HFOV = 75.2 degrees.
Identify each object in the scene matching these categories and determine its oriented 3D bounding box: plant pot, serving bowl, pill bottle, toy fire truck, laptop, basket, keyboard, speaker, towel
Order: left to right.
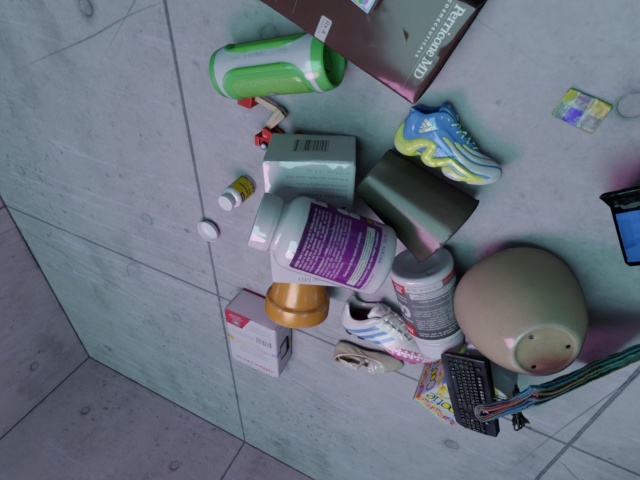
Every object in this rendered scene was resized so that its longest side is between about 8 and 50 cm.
[{"bbox_3d":[-0.390,-0.036,1.462,0.083,0.027,0.083,17,132,20],"label":"serving bowl"},{"bbox_3d":[-0.247,-0.138,1.225,0.065,0.116,0.065,17,133,20],"label":"pill bottle"},{"bbox_3d":[-0.119,-0.296,1.065,0.192,0.047,0.135,21,132,15],"label":"toy fire truck"},{"bbox_3d":[-0.101,-0.384,0.924,0.297,0.131,0.131,6,128,29],"label":"speaker"},{"bbox_3d":[-0.065,0.137,1.296,0.205,0.205,0.187,17,116,20],"label":"plant pot"},{"bbox_3d":[0.000,0.000,0.921,0.302,0.169,0.169,19,137,-10],"label":"pill bottle"},{"bbox_3d":[0.206,-0.089,0.961,0.227,0.154,0.204,40,131,3],"label":"basket"},{"bbox_3d":[0.291,0.168,1.103,0.161,0.161,0.283,-1,124,33],"label":"pill bottle"},{"bbox_3d":[0.429,0.254,1.116,0.067,0.120,0.067,17,132,20],"label":"pill bottle"},{"bbox_3d":[0.440,0.422,1.107,0.202,0.033,0.317,-1,125,31],"label":"keyboard"},{"bbox_3d":[0.456,0.183,0.917,0.284,0.191,0.284,2,115,5],"label":"plant pot"},{"bbox_3d":[0.550,0.307,0.925,0.271,0.370,0.040,101,150,-59],"label":"towel"},{"bbox_3d":[0.479,-0.237,0.763,0.083,0.009,0.060,30,136,8],"label":"towel"},{"bbox_3d":[0.653,-0.032,0.728,0.234,0.264,0.136,-13,80,38],"label":"laptop"}]

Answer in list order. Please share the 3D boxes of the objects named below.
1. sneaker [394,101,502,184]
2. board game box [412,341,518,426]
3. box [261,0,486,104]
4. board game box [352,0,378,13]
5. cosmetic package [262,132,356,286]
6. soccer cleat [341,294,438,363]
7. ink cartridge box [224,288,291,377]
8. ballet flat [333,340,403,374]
[{"bbox_3d":[0.272,-0.206,0.861,0.240,0.091,0.126,24,134,15],"label":"sneaker"},{"bbox_3d":[0.426,0.421,1.237,0.144,0.142,0.275,37,136,1],"label":"board game box"},{"bbox_3d":[0.080,-0.445,0.755,0.381,0.143,0.191,34,135,2],"label":"box"},{"bbox_3d":[0.046,-0.454,0.653,0.154,0.026,0.103,39,133,-2],"label":"board game box"},{"bbox_3d":[-0.023,-0.068,1.074,0.217,0.156,0.385,2,128,4],"label":"cosmetic package"},{"bbox_3d":[0.213,0.268,1.267,0.331,0.116,0.143,17,132,21],"label":"soccer cleat"},{"bbox_3d":[-0.235,0.363,1.617,0.226,0.131,0.306,19,134,17],"label":"ink cartridge box"},{"bbox_3d":[0.159,0.426,1.455,0.249,0.086,0.086,10,130,25],"label":"ballet flat"}]
